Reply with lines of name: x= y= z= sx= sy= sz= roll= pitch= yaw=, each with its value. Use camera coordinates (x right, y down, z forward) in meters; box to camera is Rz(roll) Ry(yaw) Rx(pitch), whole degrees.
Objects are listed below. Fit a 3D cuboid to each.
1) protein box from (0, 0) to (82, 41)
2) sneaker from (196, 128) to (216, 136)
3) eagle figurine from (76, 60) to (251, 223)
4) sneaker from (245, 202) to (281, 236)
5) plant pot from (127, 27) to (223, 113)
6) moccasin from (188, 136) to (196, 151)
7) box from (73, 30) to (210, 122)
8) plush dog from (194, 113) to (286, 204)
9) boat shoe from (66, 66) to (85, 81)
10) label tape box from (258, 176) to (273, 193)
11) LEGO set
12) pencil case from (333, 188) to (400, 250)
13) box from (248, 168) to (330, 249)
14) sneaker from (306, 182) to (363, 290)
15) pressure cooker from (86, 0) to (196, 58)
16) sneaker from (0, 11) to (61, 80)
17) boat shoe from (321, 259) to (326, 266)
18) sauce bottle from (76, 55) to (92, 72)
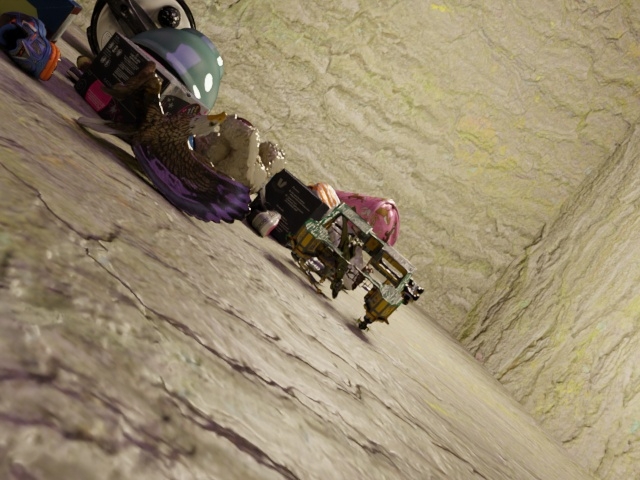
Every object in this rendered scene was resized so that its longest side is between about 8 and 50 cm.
protein box: x=-0.737 y=-0.612 z=1.837 sx=0.200 sy=0.136 sz=0.201 roll=39 pitch=4 yaw=-20
sneaker: x=-0.347 y=-0.286 z=2.287 sx=0.282 sy=0.102 sz=0.161 roll=50 pitch=-3 yaw=-21
eagle figurine: x=-0.261 y=-0.165 z=1.307 sx=0.226 sy=0.225 sz=0.298 roll=-50 pitch=128 yaw=-48
sneaker: x=-0.146 y=-0.060 z=1.788 sx=0.075 sy=0.063 sz=0.170 roll=46 pitch=8 yaw=-9
plant pot: x=-0.384 y=-0.448 z=1.930 sx=0.293 sy=0.196 sz=0.293 roll=27 pitch=-35 yaw=20
moccasin: x=-0.402 y=-0.299 z=1.733 sx=0.116 sy=0.138 sz=0.341 roll=89 pitch=-23 yaw=-58
box: x=-0.384 y=-0.308 z=1.556 sx=0.247 sy=0.163 sz=0.142 roll=43 pitch=6 yaw=33
plush dog: x=-0.249 y=-0.202 z=1.838 sx=0.226 sy=0.210 sz=0.262 roll=20 pitch=-5 yaw=27
boat shoe: x=-0.536 y=-0.386 z=1.736 sx=0.075 sy=0.065 sz=0.206 roll=41 pitch=4 yaw=13
label tape box: x=-0.148 y=-0.174 z=2.800 sx=0.241 sy=0.106 sz=0.334 roll=42 pitch=4 yaw=13
LEGO set: x=0.055 y=0.083 z=1.689 sx=0.331 sy=0.192 sz=0.255 roll=37 pitch=33 yaw=-2
pencil case: x=0.061 y=-0.065 z=2.211 sx=0.386 sy=0.160 sz=0.167 roll=10 pitch=-57 yaw=44
box: x=-0.087 y=-0.084 z=1.938 sx=0.156 sy=0.158 sz=0.093 roll=42 pitch=4 yaw=16
sneaker: x=0.000 y=0.000 z=2.076 sx=0.125 sy=0.180 sz=0.320 roll=-23 pitch=94 yaw=-49
pressure cooker: x=-0.626 y=-0.743 z=2.538 sx=0.370 sy=0.375 sz=0.420 roll=8 pitch=19 yaw=-20
sneaker: x=-0.559 y=-0.380 z=1.340 sx=0.221 sy=0.083 sz=0.087 roll=40 pitch=8 yaw=38
boat shoe: x=0.071 y=0.064 z=2.245 sx=0.095 sy=0.095 sz=0.257 roll=39 pitch=4 yaw=-23
sauce bottle: x=-0.640 y=-0.477 z=1.953 sx=0.042 sy=0.042 sz=0.128 roll=38 pitch=6 yaw=-37
